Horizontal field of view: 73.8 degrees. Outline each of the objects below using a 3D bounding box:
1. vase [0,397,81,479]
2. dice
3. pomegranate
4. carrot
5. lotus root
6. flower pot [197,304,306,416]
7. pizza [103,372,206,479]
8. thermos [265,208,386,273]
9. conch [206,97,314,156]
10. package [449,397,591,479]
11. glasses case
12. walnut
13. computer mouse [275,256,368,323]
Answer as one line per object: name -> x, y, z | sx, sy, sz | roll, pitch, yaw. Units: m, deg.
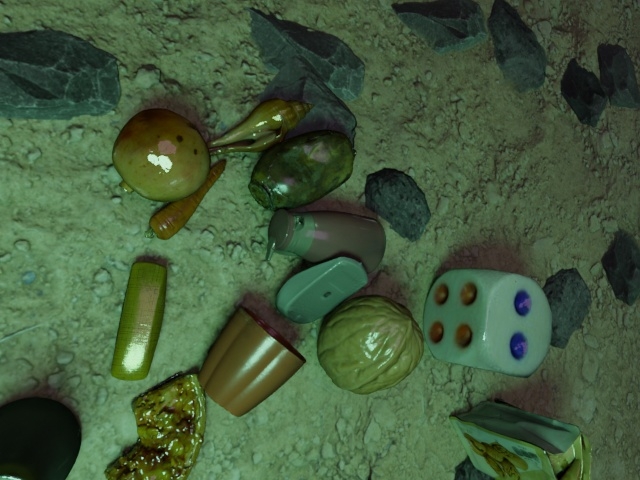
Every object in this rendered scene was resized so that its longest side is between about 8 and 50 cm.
vase -> -0.462, 0.352, 0.634 | 0.174, 0.321, 0.173 | 4, 81, -26
dice -> 0.436, 0.218, 1.139 | 0.243, 0.259, 0.251 | 14, 78, -22
pomegranate -> -0.316, -0.165, 0.854 | 0.192, 0.191, 0.191 | 4, 82, -26
carrot -> -0.281, -0.090, 0.935 | 0.061, 0.061, 0.256 | 47, 62, -14
lotus root -> -0.046, -0.165, 1.003 | 0.275, 0.152, 0.160 | -32, 115, -32
flower pot -> -0.152, 0.257, 0.889 | 0.190, 0.191, 0.173 | 44, 79, -15
pizza -> -0.316, 0.408, 0.833 | 0.162, 0.086, 0.305 | 25, 71, -21
thermos -> 0.000, 0.000, 1.001 | 0.265, 0.176, 0.145 | 10, 61, -33
conch -> -0.157, -0.251, 1.006 | 0.331, 0.093, 0.109 | -30, 89, -8
package -> 0.534, 0.533, 1.111 | 0.165, 0.311, 0.221 | -32, 96, -24
glasses case -> -0.359, 0.159, 0.854 | 0.079, 0.064, 0.233 | 11, 78, -23
walnut -> 0.112, 0.235, 0.977 | 0.225, 0.261, 0.224 | 28, 41, -28
computer mouse -> -0.002, 0.107, 0.981 | 0.231, 0.079, 0.128 | -34, 136, 13
